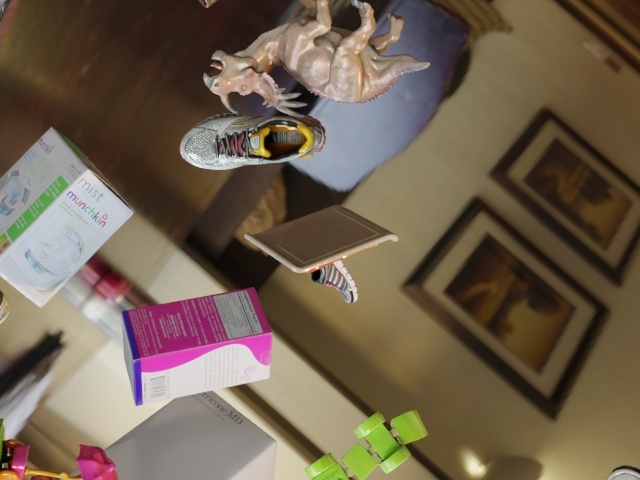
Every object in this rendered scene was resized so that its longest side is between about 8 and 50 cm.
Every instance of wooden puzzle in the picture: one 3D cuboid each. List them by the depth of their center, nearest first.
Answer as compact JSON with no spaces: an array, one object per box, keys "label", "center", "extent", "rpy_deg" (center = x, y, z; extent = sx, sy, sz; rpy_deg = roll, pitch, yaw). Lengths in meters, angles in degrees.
[{"label":"wooden puzzle","center":[0.000,0.000,2.093],"extent":[0.238,0.044,0.221],"rpy_deg":[-16,-156,-24]}]

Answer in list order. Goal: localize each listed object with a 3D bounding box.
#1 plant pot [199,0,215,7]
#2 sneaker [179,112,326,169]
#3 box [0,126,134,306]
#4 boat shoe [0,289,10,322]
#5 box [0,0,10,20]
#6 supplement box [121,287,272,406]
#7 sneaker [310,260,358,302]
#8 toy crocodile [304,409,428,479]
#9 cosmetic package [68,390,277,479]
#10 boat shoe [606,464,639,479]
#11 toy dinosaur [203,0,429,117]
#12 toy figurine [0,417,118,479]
[{"label":"plant pot","center":[-0.164,-0.572,1.935],"extent":[0.230,0.215,0.215],"rpy_deg":[-33,176,-4]},{"label":"sneaker","center":[-0.107,-0.157,1.649],"extent":[0.225,0.088,0.093],"rpy_deg":[-7,-174,7]},{"label":"box","center":[-0.474,-0.046,1.877],"extent":[0.231,0.127,0.262],"rpy_deg":[-46,-146,-2]},{"label":"boat shoe","center":[-0.464,0.035,1.292],"extent":[0.078,0.219,0.070],"rpy_deg":[-53,148,-34]},{"label":"box","center":[-0.541,-0.285,1.531],"extent":[0.183,0.056,0.231],"rpy_deg":[-49,-175,35]},{"label":"supplement box","center":[-0.195,0.166,1.701],"extent":[0.220,0.114,0.111],"rpy_deg":[-8,134,-16]},{"label":"sneaker","center":[0.018,0.075,2.275],"extent":[0.074,0.170,0.063],"rpy_deg":[-35,-148,-8]},{"label":"toy crocodile","center":[0.070,0.452,2.166],"extent":[0.340,0.115,0.105],"rpy_deg":[-37,171,-12]},{"label":"cosmetic package","center":[-0.262,0.416,1.731],"extent":[0.365,0.197,0.155],"rpy_deg":[-37,146,-36]},{"label":"boat shoe","center":[0.527,0.566,1.905],"extent":[0.095,0.112,0.335],"rpy_deg":[22,80,-67]},{"label":"toy dinosaur","center":[0.006,-0.245,1.517],"extent":[0.127,0.295,0.200],"rpy_deg":[-27,136,-75]},{"label":"toy figurine","center":[-0.343,0.316,1.388],"extent":[0.130,0.159,0.173],"rpy_deg":[-94,-163,-46]}]
